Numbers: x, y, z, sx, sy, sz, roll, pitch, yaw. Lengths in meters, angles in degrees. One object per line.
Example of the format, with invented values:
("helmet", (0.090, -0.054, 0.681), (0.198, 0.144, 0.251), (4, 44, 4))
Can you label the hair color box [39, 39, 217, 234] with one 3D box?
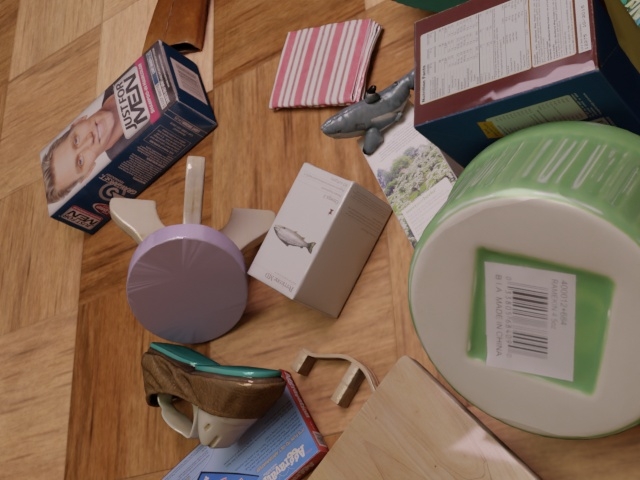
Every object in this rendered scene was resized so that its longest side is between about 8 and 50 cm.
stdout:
("hair color box", (-0.363, -0.186, 1.553), (0.347, 0.105, 0.174), (-38, 51, 21))

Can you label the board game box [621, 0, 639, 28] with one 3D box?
("board game box", (0.441, -0.177, 0.932), (0.318, 0.066, 0.318), (-55, 47, 6))

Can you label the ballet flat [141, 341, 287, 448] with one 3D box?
("ballet flat", (-0.162, 0.223, 1.192), (0.342, 0.116, 0.124), (2, 83, 51))

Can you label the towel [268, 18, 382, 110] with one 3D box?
("towel", (0.004, -0.278, 1.355), (0.197, 0.029, 0.144), (4, 74, 42))

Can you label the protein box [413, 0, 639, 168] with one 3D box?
("protein box", (0.236, -0.166, 0.913), (0.201, 0.200, 0.136), (-13, 64, 36))

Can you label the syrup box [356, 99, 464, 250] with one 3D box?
("syrup box", (0.144, -0.064, 1.099), (0.093, 0.096, 0.237), (-38, 49, 18))

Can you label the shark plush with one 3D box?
("shark plush", (0.079, -0.176, 1.093), (0.161, 0.067, 0.073), (-27, 54, 28))

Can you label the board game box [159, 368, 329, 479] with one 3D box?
("board game box", (-0.119, 0.326, 1.185), (0.281, 0.027, 0.145), (-44, 48, 15))

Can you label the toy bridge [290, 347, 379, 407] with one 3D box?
("toy bridge", (0.039, 0.191, 1.119), (0.188, 0.026, 0.063), (31, 90, 42))

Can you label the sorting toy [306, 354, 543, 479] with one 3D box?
("sorting toy", (0.120, 0.313, 0.958), (0.255, 0.089, 0.257), (-54, 49, 7))

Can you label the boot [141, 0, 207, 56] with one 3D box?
("boot", (-0.305, -0.492, 1.676), (0.264, 0.096, 0.280), (6, 82, 32))

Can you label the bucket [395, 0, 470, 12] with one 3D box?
("bucket", (0.174, -0.436, 1.130), (0.281, 0.281, 0.183), (7, 84, 40))

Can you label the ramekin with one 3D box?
("ramekin", (0.235, 0.048, 0.833), (0.303, 0.148, 0.303), (16, 122, 27))

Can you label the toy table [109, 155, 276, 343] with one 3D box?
("toy table", (-0.195, 0.017, 1.256), (0.274, 0.252, 0.161), (122, 154, -49))

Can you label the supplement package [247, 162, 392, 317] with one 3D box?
("supplement package", (0.000, 0.000, 1.181), (0.105, 0.105, 0.179), (26, 88, 42))
